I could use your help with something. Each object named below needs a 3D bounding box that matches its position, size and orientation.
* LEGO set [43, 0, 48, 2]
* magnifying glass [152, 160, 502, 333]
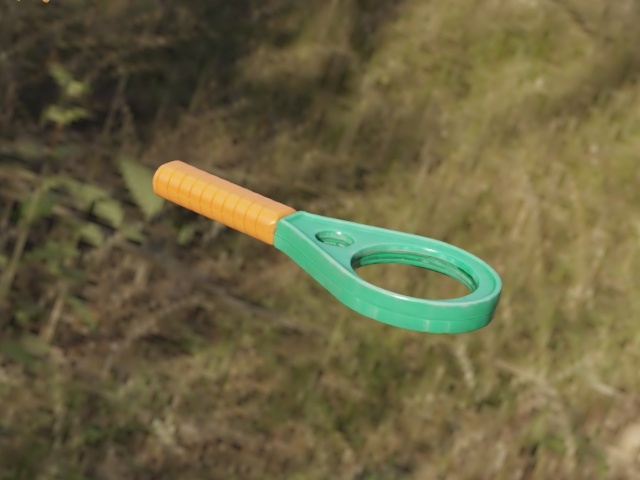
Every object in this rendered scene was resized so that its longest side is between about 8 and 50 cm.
[{"bbox_3d":[-0.219,-0.291,1.074,0.192,0.255,0.331,2,-17,43],"label":"LEGO set"},{"bbox_3d":[0.000,0.000,1.100,0.231,0.026,0.092,21,26,29],"label":"magnifying glass"}]
